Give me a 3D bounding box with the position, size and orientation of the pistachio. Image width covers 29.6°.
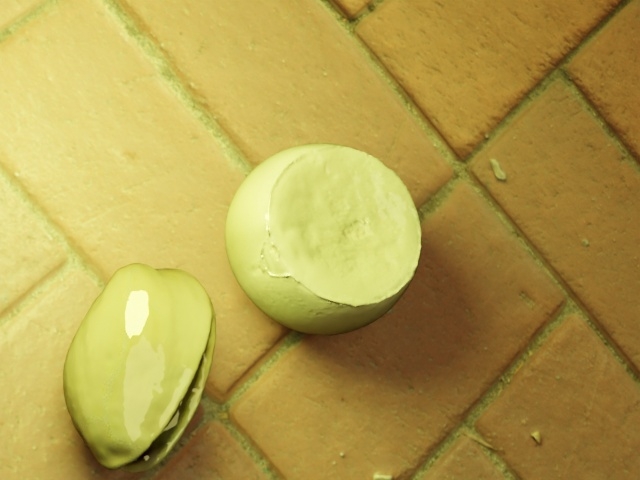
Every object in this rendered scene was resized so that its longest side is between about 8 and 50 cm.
[{"bbox_3d":[-0.268,0.188,1.798,0.226,0.208,0.332,2,59,20],"label":"pistachio"}]

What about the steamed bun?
[{"bbox_3d":[0.000,0.000,1.975,0.324,0.206,0.324,9,70,-25],"label":"steamed bun"}]
